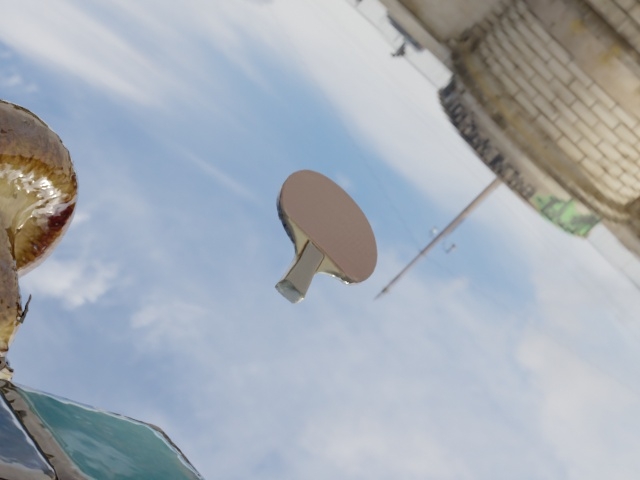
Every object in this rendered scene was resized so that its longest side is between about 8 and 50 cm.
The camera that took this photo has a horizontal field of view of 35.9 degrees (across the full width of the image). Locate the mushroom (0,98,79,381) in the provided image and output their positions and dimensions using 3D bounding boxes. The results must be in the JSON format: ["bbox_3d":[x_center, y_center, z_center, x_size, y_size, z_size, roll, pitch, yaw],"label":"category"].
[{"bbox_3d":[-0.504,-0.028,1.422,0.331,0.334,0.356,39,-172,-39],"label":"mushroom"}]

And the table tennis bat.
[{"bbox_3d":[0.000,0.000,0.980,0.130,0.019,0.220,45,-151,-8],"label":"table tennis bat"}]

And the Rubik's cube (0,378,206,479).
[{"bbox_3d":[-0.210,0.268,0.544,0.316,0.313,0.318,30,-177,-43],"label":"Rubik's cube"}]
